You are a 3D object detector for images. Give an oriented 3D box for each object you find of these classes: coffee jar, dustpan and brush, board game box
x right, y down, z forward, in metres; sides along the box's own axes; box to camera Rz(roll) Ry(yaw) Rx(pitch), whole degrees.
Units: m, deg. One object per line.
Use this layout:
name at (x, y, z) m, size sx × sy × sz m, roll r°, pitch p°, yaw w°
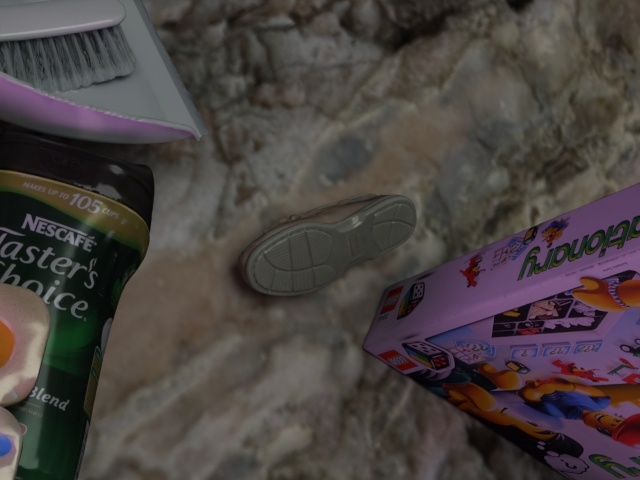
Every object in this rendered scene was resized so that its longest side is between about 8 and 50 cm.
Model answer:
coffee jar at (-0.146, 0.036, 0.668) m, size 0.096 × 0.079 × 0.184 m, roll 15°, pitch 64°, yaw -4°
dustpan and brush at (-0.174, -0.107, 0.696) m, size 0.211 × 0.060 × 0.147 m, roll -10°, pitch 49°, yaw -24°
board game box at (0.181, 0.059, 0.724) m, size 0.193 × 0.305 × 0.053 m, roll 33°, pitch 63°, yaw -17°

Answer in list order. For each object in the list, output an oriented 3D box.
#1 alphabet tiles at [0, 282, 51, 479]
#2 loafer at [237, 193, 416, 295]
alphabet tiles at (-0.270, 0.075, 0.578) m, size 0.278 × 0.021 × 0.284 m, roll 11°, pitch 66°, yaw -5°
loafer at (0.000, 0.000, 0.804) m, size 0.125 × 0.039 × 0.045 m, roll -20°, pitch 117°, yaw -31°
